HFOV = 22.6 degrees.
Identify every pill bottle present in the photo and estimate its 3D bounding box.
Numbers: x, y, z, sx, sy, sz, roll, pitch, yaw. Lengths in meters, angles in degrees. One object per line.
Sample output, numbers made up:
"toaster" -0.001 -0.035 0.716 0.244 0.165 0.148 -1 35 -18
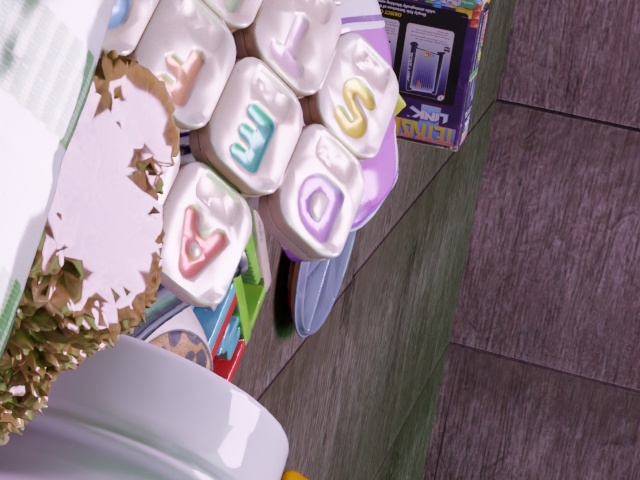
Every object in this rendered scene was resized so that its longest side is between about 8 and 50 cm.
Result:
"pill bottle" -0.158 0.251 0.730 0.229 0.229 0.408 80 26 -62

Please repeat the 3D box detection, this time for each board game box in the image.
"board game box" 0.050 -0.163 1.349 0.048 0.170 0.141 -58 159 -59

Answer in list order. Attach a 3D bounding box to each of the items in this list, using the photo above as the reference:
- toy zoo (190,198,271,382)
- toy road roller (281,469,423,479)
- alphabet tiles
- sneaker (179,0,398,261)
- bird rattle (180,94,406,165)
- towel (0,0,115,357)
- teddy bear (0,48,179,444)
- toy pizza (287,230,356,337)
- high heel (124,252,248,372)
"toy zoo" -0.106 0.101 1.269 0.192 0.030 0.293 84 23 -58
"toy road roller" -0.016 0.241 1.074 0.329 0.240 0.202 42 31 -48
"alphabet tiles" -0.062 -0.121 0.839 0.284 0.021 0.278 44 53 -32
"sneaker" -0.042 -0.059 0.945 0.282 0.102 0.161 -15 96 -47
"bird rattle" -0.040 -0.131 1.109 0.207 0.143 0.253 -55 159 -16
"towel" -0.150 -0.073 0.421 0.248 0.038 0.325 44 50 -48
"teddy bear" -0.185 -0.040 0.497 0.338 0.113 0.245 -3 93 -59
"toy pizza" 0.000 0.000 1.637 0.201 0.032 0.201 15 90 -78
"high heel" -0.156 0.083 1.008 0.186 0.093 0.261 -31 169 -26
